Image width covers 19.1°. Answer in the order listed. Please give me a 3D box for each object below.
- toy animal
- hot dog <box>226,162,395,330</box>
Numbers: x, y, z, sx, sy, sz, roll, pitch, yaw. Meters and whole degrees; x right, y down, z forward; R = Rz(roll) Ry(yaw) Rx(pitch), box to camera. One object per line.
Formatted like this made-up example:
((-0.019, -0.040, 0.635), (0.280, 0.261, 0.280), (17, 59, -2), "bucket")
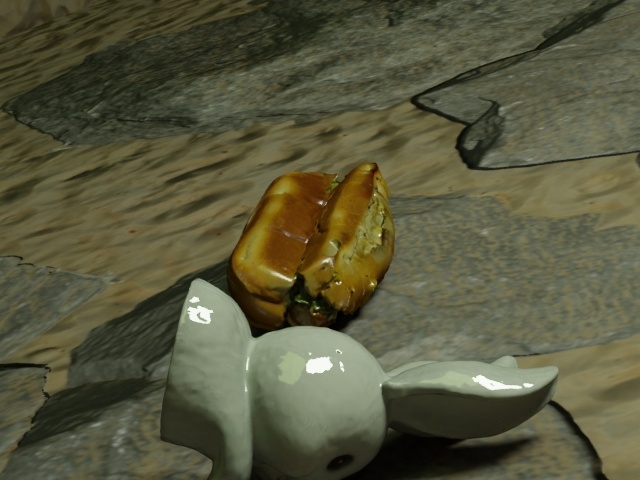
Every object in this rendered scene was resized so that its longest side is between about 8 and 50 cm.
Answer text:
((0.019, 0.104, 1.108), (0.220, 0.131, 0.104), (11, -17, -3), "toy animal")
((0.000, 0.000, 1.429), (0.115, 0.072, 0.269), (-10, 17, 14), "hot dog")
